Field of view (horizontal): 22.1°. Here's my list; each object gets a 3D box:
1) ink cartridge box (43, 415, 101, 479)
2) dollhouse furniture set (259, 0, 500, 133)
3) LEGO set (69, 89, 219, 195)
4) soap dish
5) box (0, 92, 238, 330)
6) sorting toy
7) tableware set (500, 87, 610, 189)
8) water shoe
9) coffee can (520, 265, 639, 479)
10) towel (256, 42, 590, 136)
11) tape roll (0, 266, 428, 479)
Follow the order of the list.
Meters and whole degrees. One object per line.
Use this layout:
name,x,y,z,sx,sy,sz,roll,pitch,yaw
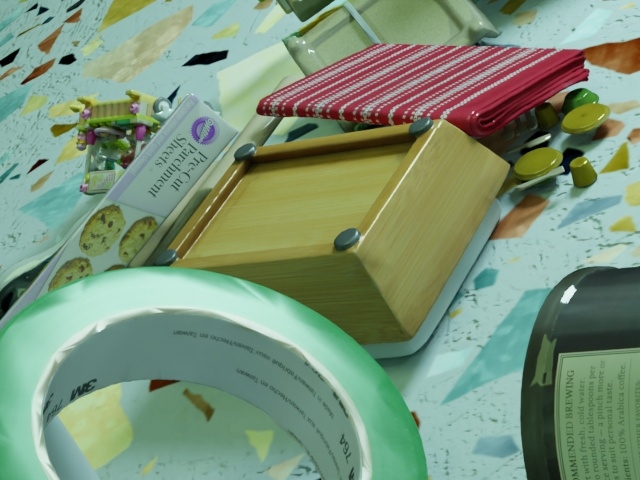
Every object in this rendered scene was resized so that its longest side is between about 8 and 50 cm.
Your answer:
ink cartridge box,-0.225,0.237,1.195,0.045,0.223,0.224,-11,35,27
dollhouse furniture set,0.067,-0.241,1.857,0.197,0.151,0.301,-36,56,5
LEGO set,-0.220,-0.091,1.814,0.287,0.132,0.107,167,111,-64
soap dish,0.000,0.000,1.473,0.291,0.118,0.229,-6,37,40
box,-0.210,-0.005,1.647,0.324,0.067,0.063,-50,8,-5
sorting toy,-0.104,-0.062,1.707,0.208,0.038,0.193,-41,12,50
tableware set,0.222,-0.090,1.508,0.104,0.024,0.154,-22,28,11
water shoe,-0.250,0.033,1.738,0.203,0.073,0.080,-34,52,3
coffee can,0.283,0.103,0.938,0.275,0.201,0.201,-7,36,37
towel,0.099,-0.147,1.588,0.275,0.031,0.199,8,27,41
tape roll,-0.088,0.156,1.137,0.321,0.077,0.321,12,40,-11
